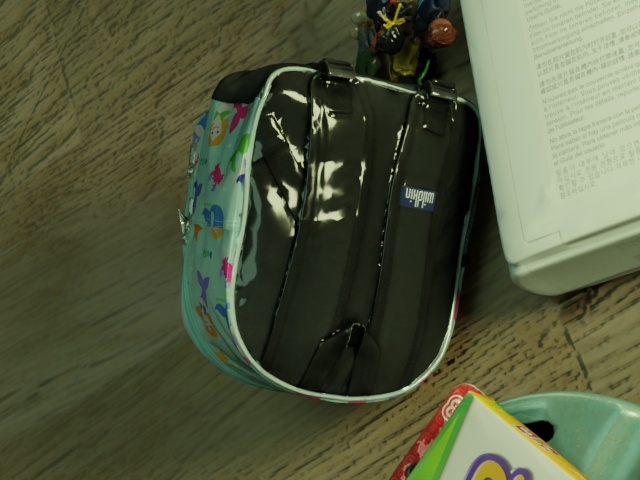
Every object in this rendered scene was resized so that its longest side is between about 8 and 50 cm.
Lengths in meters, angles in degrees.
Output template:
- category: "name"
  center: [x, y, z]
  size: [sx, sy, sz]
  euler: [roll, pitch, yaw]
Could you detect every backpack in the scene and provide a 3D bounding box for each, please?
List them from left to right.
- category: "backpack"
  center: [0.000, 0.000, 1.408]
  size: [0.191, 0.225, 0.253]
  euler: [-6, 77, 60]

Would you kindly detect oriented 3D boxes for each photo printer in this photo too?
- category: "photo printer"
  center: [0.237, -0.137, 1.357]
  size: [0.256, 0.107, 0.307]
  euler: [-22, 62, 28]

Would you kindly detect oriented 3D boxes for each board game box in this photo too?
- category: "board game box"
  center: [0.122, 0.190, 0.952]
  size: [0.259, 0.039, 0.124]
  euler: [39, 98, 40]

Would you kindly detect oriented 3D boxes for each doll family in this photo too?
- category: "doll family"
  center: [0.068, -0.173, 1.481]
  size: [0.076, 0.193, 0.111]
  euler: [4, 57, -5]

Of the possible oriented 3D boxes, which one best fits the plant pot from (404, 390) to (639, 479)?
- category: "plant pot"
  center: [0.210, 0.249, 1.101]
  size: [0.341, 0.334, 0.341]
  euler: [-12, 69, 31]
